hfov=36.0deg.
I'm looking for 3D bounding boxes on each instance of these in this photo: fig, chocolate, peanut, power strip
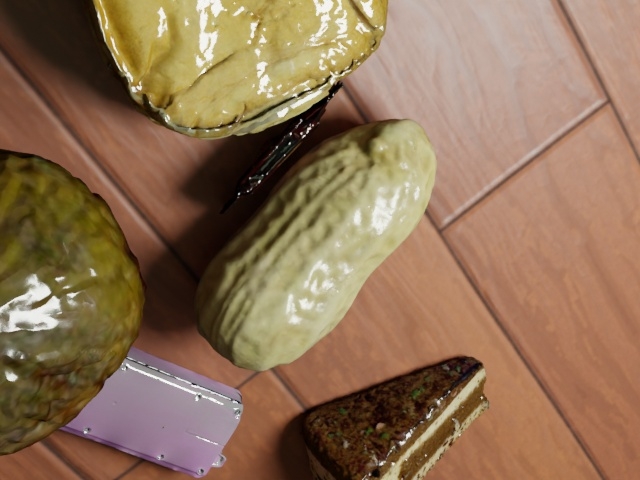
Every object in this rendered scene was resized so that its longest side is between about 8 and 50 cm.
[{"bbox_3d":[-0.302,0.077,0.822,0.286,0.369,0.286,-1,105,-4],"label":"fig"},{"bbox_3d":[-0.042,-0.095,1.008,0.182,0.086,0.028,-44,97,5],"label":"chocolate"},{"bbox_3d":[0.000,0.000,1.027,0.152,0.152,0.313,38,90,-28],"label":"peanut"},{"bbox_3d":[-0.214,0.174,1.085,0.278,0.037,0.109,27,101,-27],"label":"power strip"}]

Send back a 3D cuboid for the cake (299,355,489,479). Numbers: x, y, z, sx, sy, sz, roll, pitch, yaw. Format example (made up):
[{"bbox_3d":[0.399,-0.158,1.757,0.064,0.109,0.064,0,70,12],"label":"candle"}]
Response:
[{"bbox_3d":[0.086,0.222,1.209,0.246,0.135,0.112,-41,137,-32],"label":"cake"}]

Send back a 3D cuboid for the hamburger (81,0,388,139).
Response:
[{"bbox_3d":[-0.071,-0.229,0.903,0.283,0.144,0.260,-19,113,-6],"label":"hamburger"}]
